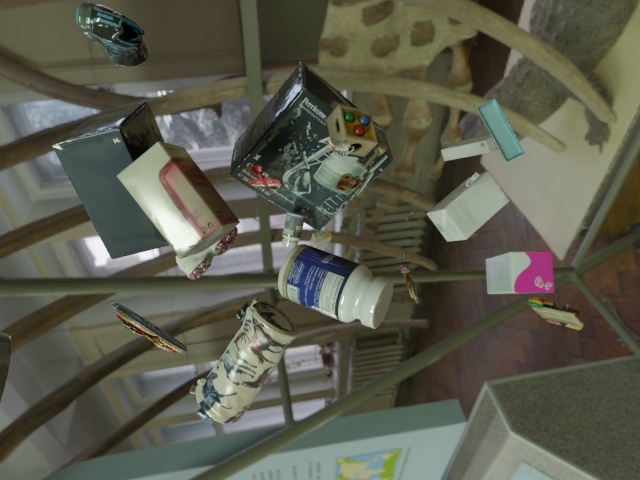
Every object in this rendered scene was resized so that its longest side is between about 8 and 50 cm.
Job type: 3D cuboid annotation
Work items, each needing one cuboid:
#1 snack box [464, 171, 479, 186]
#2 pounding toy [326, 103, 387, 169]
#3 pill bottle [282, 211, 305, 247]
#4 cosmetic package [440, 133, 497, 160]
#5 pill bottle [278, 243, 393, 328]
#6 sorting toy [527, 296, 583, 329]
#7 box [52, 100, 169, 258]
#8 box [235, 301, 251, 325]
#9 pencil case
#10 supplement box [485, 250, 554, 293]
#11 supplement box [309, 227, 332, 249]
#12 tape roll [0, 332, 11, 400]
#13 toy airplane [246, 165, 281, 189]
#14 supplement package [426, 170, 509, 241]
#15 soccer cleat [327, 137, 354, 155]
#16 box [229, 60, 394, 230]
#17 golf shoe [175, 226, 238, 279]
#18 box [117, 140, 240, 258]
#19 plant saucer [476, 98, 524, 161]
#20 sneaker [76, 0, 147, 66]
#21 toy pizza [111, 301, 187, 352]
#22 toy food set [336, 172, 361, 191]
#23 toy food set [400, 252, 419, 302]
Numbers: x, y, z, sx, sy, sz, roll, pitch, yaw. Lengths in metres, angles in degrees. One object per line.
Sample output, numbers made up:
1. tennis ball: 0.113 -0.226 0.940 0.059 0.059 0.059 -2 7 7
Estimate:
1. snack box: 0.620 -0.246 1.904 0.022 0.064 0.178 43 -165 9
2. pounding toy: 0.143 -0.330 1.511 0.094 0.206 0.181 -40 53 52
3. pill bottle: -0.114 -0.045 1.918 0.078 0.078 0.137 -134 56 -77
4. cosmetic package: 0.652 -0.405 2.021 0.239 0.099 0.060 0 120 57
5. pill bottle: 0.039 0.117 1.176 0.153 0.265 0.153 -46 -33 -44
6. sorting toy: 0.811 0.242 1.573 0.132 0.274 0.046 10 74 44
7. box: -0.545 -0.181 1.331 0.312 0.179 0.343 -103 -2 -62
8. box: -0.255 0.264 1.621 0.018 0.067 0.083 43 -177 -46
9. pencil case: -0.232 0.368 1.419 0.410 0.184 0.160 -57 17 16
10. supplement box: 0.551 0.094 1.303 0.220 0.111 0.113 68 -159 -81
11. supplement box: 0.000 0.000 1.647 0.036 0.062 0.098 63 162 18
12. tape roll: -0.536 0.238 0.677 0.219 0.072 0.219 -23 56 39
13. toy airplane: -0.215 -0.229 1.684 0.151 0.151 0.028 103 -174 -69
14. supplement package: 0.680 -0.154 2.148 0.177 0.293 0.175 52 168 -5
15. soccer cleat: 0.046 -0.212 1.034 0.083 0.036 0.029 19 -125 -57
16. box: -0.041 -0.372 1.933 0.472 0.480 0.297 -44 30 27
17. golf shoe: -0.491 0.024 2.010 0.140 0.306 0.115 35 151 17
18. box: -0.316 -0.092 1.064 0.232 0.127 0.148 53 -172 -1
19. plant saucer: 0.544 -0.333 1.410 0.192 0.067 0.018 62 175 4
20. sneaker: -0.620 -0.628 1.474 0.341 0.140 0.125 -48 -30 -84
21. toy pizza: -0.391 0.206 1.053 0.032 0.201 0.201 -57 -5 -17
22. toy food set: 0.093 -0.190 1.527 0.083 0.083 0.020 18 140 36
23. toy food set: 0.225 0.099 1.194 0.078 0.019 0.122 42 -145 -61
